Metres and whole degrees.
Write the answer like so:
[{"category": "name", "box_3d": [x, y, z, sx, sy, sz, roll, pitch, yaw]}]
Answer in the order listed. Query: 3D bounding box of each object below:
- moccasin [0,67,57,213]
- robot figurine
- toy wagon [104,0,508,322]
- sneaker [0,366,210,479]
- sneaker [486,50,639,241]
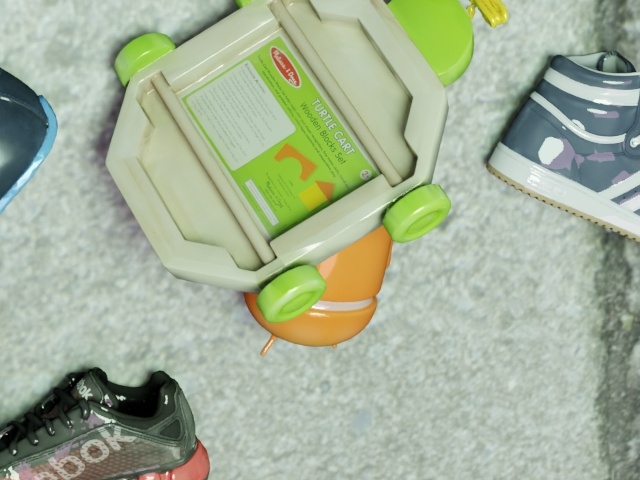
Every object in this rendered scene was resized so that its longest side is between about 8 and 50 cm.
[{"category": "moccasin", "box_3d": [-0.359, -0.003, 1.056, 0.117, 0.138, 0.342, 41, 79, -22]}, {"category": "robot figurine", "box_3d": [-0.002, 0.000, 1.162, 0.128, 0.158, 0.219, 12, 107, 6]}, {"category": "toy wagon", "box_3d": [0.000, -0.104, 1.066, 0.344, 0.267, 0.068, -32, 160, -2]}, {"category": "sneaker", "box_3d": [-0.237, 0.183, 1.166, 0.276, 0.097, 0.135, -9, 112, -17]}, {"category": "sneaker", "box_3d": [0.312, -0.083, 1.252, 0.282, 0.099, 0.153, 20, 104, -21]}]
